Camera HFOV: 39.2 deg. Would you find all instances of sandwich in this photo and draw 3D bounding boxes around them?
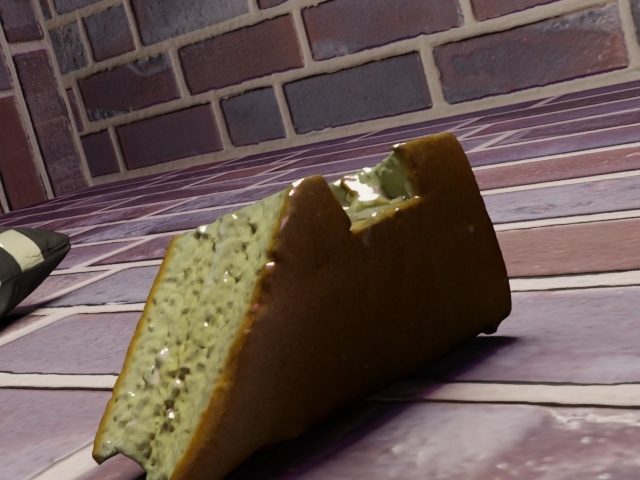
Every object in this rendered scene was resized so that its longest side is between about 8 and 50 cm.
[{"bbox_3d":[-0.016,0.035,0.494,0.235,0.128,0.122,-23,5,-42],"label":"sandwich"}]

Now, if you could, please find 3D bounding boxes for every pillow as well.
[{"bbox_3d":[-0.396,0.056,0.953,0.186,0.106,0.250,-12,15,15],"label":"pillow"}]
